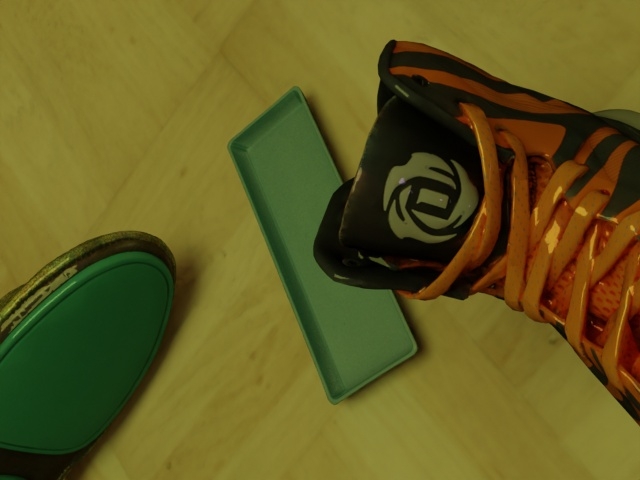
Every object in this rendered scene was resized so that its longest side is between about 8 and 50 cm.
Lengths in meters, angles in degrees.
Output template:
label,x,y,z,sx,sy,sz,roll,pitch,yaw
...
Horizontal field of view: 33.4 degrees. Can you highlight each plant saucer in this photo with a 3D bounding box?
label,x,y,z,sx,sy,sz,roll,pitch,yaw
plant saucer,0.000,0.000,0.646,0.067,0.018,0.192,-36,63,26

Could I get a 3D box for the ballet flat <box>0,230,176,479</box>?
label,x,y,z,sx,sy,sz,roll,pitch,yaw
ballet flat,-0.217,0.127,0.732,0.123,0.123,0.348,36,103,35

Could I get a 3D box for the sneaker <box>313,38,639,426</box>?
label,x,y,z,sx,sy,sz,roll,pitch,yaw
sneaker,0.098,0.020,0.401,0.124,0.180,0.321,-69,26,17
